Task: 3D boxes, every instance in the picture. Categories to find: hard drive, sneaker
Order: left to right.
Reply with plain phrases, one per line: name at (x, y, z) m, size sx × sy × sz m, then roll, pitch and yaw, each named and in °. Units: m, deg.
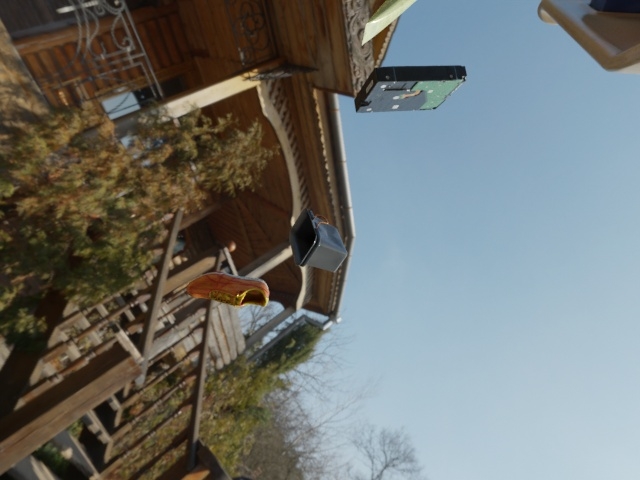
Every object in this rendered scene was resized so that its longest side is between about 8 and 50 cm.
sneaker at (-0.195, 0.108, 0.858) m, size 0.067 × 0.175 × 0.064 m, roll -110°, pitch -153°, yaw -57°
hard drive at (0.316, -0.543, 1.448) m, size 0.237 × 0.339 × 0.064 m, roll 149°, pitch -65°, yaw -76°

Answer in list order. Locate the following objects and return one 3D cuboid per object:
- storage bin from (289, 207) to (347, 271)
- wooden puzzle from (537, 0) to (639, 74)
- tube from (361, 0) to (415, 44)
storage bin at (0.000, 0.000, 0.859) m, size 0.098 × 0.091 × 0.135 m, roll -56°, pitch -151°, yaw 23°
wooden puzzle at (0.439, -0.240, 0.423) m, size 0.323 × 0.347 × 0.080 m, roll 7°, pitch -54°, yaw 9°
tube at (0.201, -0.641, 1.097) m, size 0.062 × 0.240 × 0.070 m, roll 40°, pitch -6°, yaw 45°
